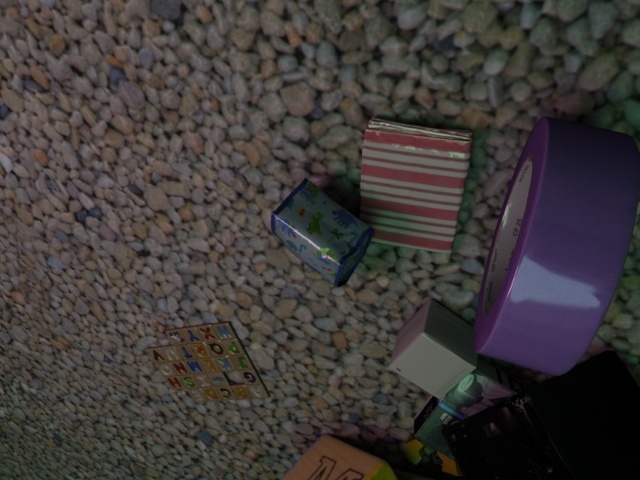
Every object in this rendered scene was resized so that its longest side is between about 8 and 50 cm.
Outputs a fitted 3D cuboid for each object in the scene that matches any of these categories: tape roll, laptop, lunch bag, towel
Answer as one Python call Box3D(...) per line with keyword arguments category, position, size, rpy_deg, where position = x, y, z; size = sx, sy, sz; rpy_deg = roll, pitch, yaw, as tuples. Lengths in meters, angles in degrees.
Box3D(category="tape roll", position=(0.253, 0.006, 0.623), size=(0.090, 0.275, 0.275), rpy_deg=(15, 125, 12))
Box3D(category="laptop", position=(0.358, 0.329, 0.810), size=(0.264, 0.136, 0.234), rpy_deg=(-45, 62, 39))
Box3D(category="lunch bag", position=(0.000, 0.000, 0.815), size=(0.128, 0.096, 0.151), rpy_deg=(38, 157, 12))
Box3D(category="towel", position=(0.128, -0.072, 0.777), size=(0.144, 0.029, 0.197), rpy_deg=(11, 127, 14))

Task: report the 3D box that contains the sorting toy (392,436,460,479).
Box3D(category="sorting toy", position=(0.212, 0.509, 1.058), size=(0.229, 0.041, 0.307), rpy_deg=(-1, 110, 42))

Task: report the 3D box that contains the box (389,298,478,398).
Box3D(category="box", position=(0.181, 0.171, 0.874), size=(0.102, 0.087, 0.101), rpy_deg=(33, 127, -2))

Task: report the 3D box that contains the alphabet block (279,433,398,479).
Box3D(category="alphabet block", position=(0.043, 0.518, 1.042), size=(0.197, 0.193, 0.192), rpy_deg=(-3, 123, 56))

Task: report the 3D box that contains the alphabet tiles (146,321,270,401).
Box3D(category="alphabet tiles", position=(-0.243, 0.258, 1.139), size=(0.237, 0.009, 0.198), rpy_deg=(-11, 117, 26))

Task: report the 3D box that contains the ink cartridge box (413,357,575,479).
Box3D(category="ink cartridge box", position=(0.337, 0.335, 0.911), size=(0.332, 0.065, 0.165), rpy_deg=(29, 109, 0))

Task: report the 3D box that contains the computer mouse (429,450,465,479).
Box3D(category="computer mouse", position=(0.323, 0.493, 1.050), size=(0.184, 0.060, 0.262), rpy_deg=(-7, 107, 29))
